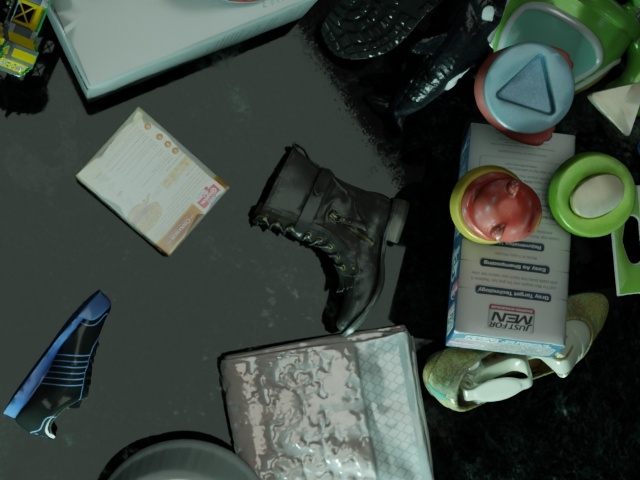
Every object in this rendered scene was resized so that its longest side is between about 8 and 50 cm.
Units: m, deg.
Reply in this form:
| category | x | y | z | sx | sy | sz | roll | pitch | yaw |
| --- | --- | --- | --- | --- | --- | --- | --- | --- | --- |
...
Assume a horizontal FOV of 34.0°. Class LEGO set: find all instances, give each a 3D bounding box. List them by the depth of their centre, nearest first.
| category | x | y | z | sx | sy | sz | roll | pitch | yaw |
| --- | --- | --- | --- | --- | --- | --- | --- | --- | --- |
| LEGO set | -0.505 | -0.377 | 1.408 | 0.192 | 0.331 | 0.255 | 16 | 108 | -52 |

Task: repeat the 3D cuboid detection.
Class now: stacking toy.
| category | x | y | z | sx | sy | sz | roll | pitch | yaw |
| --- | --- | --- | --- | --- | --- | --- | --- | --- | --- |
| stacking toy | 0.350 | -0.132 | 1.525 | 0.280 | 0.130 | 0.308 | 7 | 96 | -5 |

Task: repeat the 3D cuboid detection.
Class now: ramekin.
| category | x | y | z | sx | sy | sz | roll | pitch | yaw |
| --- | --- | --- | --- | --- | --- | --- | --- | --- | --- |
| ramekin | -0.208 | 0.445 | 1.546 | 0.277 | 0.135 | 0.277 | 0 | 93 | -2 |

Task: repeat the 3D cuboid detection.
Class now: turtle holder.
| category | x | y | z | sx | sy | sz | roll | pitch | yaw |
| --- | --- | --- | --- | --- | --- | --- | --- | --- | --- |
| turtle holder | 0.386 | -0.335 | 1.689 | 0.320 | 0.243 | 0.227 | 23 | 107 | -40 |

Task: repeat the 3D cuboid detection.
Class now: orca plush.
| category | x | y | z | sx | sy | sz | roll | pitch | yaw |
| --- | --- | --- | --- | --- | --- | --- | --- | --- | --- |
| orca plush | 0.162 | -0.297 | 1.615 | 0.102 | 0.287 | 0.151 | 9 | 58 | -43 |

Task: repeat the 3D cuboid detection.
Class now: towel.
| category | x | y | z | sx | sy | sz | roll | pitch | yaw |
| --- | --- | --- | --- | --- | --- | --- | --- | --- | --- |
| towel | 0.020 | 0.320 | 1.667 | 0.317 | 0.053 | 0.331 | -10 | 90 | -12 |

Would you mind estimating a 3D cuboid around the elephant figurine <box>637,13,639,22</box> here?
| category | x | y | z | sx | sy | sz | roll | pitch | yaw |
| --- | --- | --- | --- | --- | --- | --- | --- | --- | --- |
| elephant figurine | 0.622 | -0.291 | 1.727 | 0.169 | 0.186 | 0.239 | 36 | 51 | -27 |

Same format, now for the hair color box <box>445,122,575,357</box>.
| category | x | y | z | sx | sy | sz | roll | pitch | yaw |
| --- | --- | --- | --- | --- | --- | --- | --- | --- | --- |
| hair color box | 0.300 | 0.000 | 1.655 | 0.174 | 0.105 | 0.347 | 7 | 72 | 0 |

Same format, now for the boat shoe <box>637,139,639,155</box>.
| category | x | y | z | sx | sy | sz | roll | pitch | yaw |
| --- | --- | --- | --- | --- | --- | --- | --- | --- | --- |
| boat shoe | 0.673 | -0.199 | 1.802 | 0.258 | 0.089 | 0.109 | -38 | 97 | -11 |

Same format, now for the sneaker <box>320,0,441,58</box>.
| category | x | y | z | sx | sy | sz | roll | pitch | yaw |
| --- | --- | --- | --- | --- | --- | --- | --- | --- | --- |
| sneaker | 0.135 | -0.385 | 1.663 | 0.283 | 0.124 | 0.107 | -29 | 101 | 26 |

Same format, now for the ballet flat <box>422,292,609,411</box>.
| category | x | y | z | sx | sy | sz | roll | pitch | yaw |
| --- | --- | --- | --- | --- | --- | --- | --- | --- | --- |
| ballet flat | 0.339 | 0.189 | 1.703 | 0.349 | 0.123 | 0.123 | -19 | 93 | -12 |

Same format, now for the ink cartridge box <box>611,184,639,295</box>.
| category | x | y | z | sx | sy | sz | roll | pitch | yaw |
| --- | --- | --- | --- | --- | --- | --- | --- | --- | --- |
| ink cartridge box | 0.594 | -0.010 | 1.779 | 0.255 | 0.097 | 0.188 | -5 | 90 | -11 |

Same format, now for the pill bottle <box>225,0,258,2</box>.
| category | x | y | z | sx | sy | sz | roll | pitch | yaw |
| --- | --- | --- | --- | --- | --- | --- | --- | --- | --- |
| pill bottle | -0.086 | -0.454 | 1.345 | 0.210 | 0.363 | 0.210 | 1 | 86 | -11 |

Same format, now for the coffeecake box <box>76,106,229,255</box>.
| category | x | y | z | sx | sy | sz | roll | pitch | yaw |
| --- | --- | --- | --- | --- | --- | --- | --- | --- | --- |
| coffeecake box | -0.257 | -0.088 | 1.605 | 0.185 | 0.068 | 0.142 | 42 | 81 | -8 |

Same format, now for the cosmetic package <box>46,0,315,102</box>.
| category | x | y | z | sx | sy | sz | roll | pitch | yaw |
| --- | --- | --- | --- | --- | --- | --- | --- | --- | --- |
| cosmetic package | -0.219 | -0.381 | 1.578 | 0.385 | 0.156 | 0.217 | -23 | 93 | -11 |

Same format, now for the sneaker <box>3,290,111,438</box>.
| category | x | y | z | sx | sy | sz | roll | pitch | yaw |
| --- | --- | --- | --- | --- | --- | --- | --- | --- | --- |
| sneaker | -0.373 | 0.189 | 1.573 | 0.090 | 0.081 | 0.232 | 37 | 88 | -12 |

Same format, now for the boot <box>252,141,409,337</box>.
| category | x | y | z | sx | sy | sz | roll | pitch | yaw |
| --- | --- | --- | --- | --- | --- | --- | --- | --- | --- |
| boot | 0.000 | 0.000 | 1.662 | 0.229 | 0.091 | 0.263 | 21 | 81 | -6 |
